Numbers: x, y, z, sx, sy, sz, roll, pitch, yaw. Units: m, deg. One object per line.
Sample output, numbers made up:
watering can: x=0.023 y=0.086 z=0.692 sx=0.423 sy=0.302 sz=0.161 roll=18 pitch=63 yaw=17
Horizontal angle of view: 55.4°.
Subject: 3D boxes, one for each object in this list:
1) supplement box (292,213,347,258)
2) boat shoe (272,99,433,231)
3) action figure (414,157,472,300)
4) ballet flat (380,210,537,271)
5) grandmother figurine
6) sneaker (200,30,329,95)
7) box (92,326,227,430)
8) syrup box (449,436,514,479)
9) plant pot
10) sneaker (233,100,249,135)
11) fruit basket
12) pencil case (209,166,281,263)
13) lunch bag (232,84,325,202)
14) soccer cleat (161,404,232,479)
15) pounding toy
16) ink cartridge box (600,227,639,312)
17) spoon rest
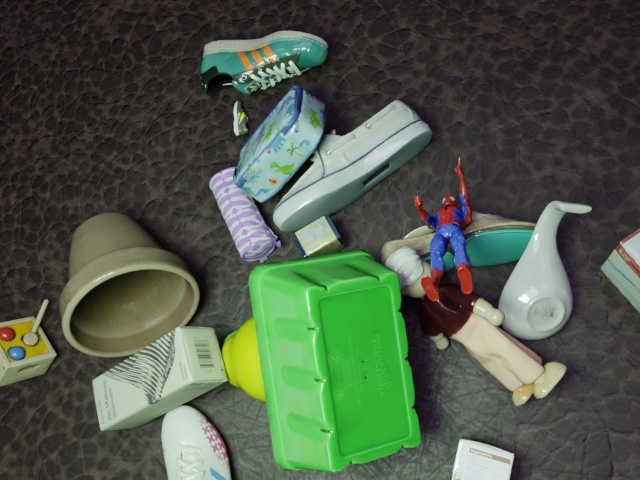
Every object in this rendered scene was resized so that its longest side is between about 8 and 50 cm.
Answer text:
supplement box: x=0.000 y=0.000 z=1.226 sx=0.083 sy=0.083 sz=0.056 roll=-30 pitch=72 yaw=5
boat shoe: x=0.036 y=-0.171 z=1.237 sx=0.367 sy=0.136 sz=0.156 roll=-35 pitch=71 yaw=-1
action figure: x=0.208 y=-0.035 z=1.033 sx=0.092 sy=0.280 sz=0.139 roll=-13 pitch=114 yaw=19
ballet flat: x=0.261 y=-0.001 z=1.163 sx=0.316 sy=0.107 sz=0.106 roll=-14 pitch=45 yaw=7
grandmother figurine: x=0.249 y=0.142 z=1.078 sx=0.342 sy=0.208 sz=0.104 roll=42 pitch=50 yaw=4
sneaker: x=-0.127 y=-0.377 z=1.350 sx=0.302 sy=0.108 sz=0.121 roll=0 pitch=76 yaw=21
box: x=-0.313 y=0.267 z=1.169 sx=0.275 sy=0.094 sz=0.113 roll=-33 pitch=64 yaw=27
syrup box: x=0.258 y=0.464 z=1.039 sx=0.096 sy=0.093 sz=0.236 roll=12 pitch=78 yaw=16
plant pot: x=-0.408 y=0.069 z=1.235 sx=0.263 sy=0.263 sz=0.229 roll=-37 pitch=54 yaw=1
sneaker: x=-0.177 y=-0.274 z=1.372 sx=0.035 sy=0.031 sz=0.083 roll=-1 pitch=79 yaw=-1
fruit basket: x=-0.016 y=0.211 z=1.106 sx=0.283 sy=0.392 sz=0.391 roll=-9 pitch=71 yaw=-23
pencil case: x=-0.160 y=-0.056 z=1.277 sx=0.088 sy=0.086 sz=0.206 roll=-27 pitch=71 yaw=-1
lunch bag: x=-0.083 y=-0.196 z=1.227 sx=0.219 sy=0.090 sz=0.176 roll=-44 pitch=25 yaw=32
soccer cleat: x=-0.221 y=0.459 z=1.124 sx=0.116 sy=0.143 sz=0.331 roll=-28 pitch=71 yaw=5
pounding toy: x=-0.634 y=0.215 z=1.298 sx=0.130 sy=0.141 sz=0.100 roll=50 pitch=119 yaw=19
ink cartridge box: x=0.582 y=0.039 z=1.035 sx=0.128 sy=0.176 sz=0.127 roll=-36 pitch=68 yaw=1
spoon rest: x=0.399 y=0.055 z=1.078 sx=0.137 sy=0.084 sz=0.276 roll=6 pitch=112 yaw=-7
